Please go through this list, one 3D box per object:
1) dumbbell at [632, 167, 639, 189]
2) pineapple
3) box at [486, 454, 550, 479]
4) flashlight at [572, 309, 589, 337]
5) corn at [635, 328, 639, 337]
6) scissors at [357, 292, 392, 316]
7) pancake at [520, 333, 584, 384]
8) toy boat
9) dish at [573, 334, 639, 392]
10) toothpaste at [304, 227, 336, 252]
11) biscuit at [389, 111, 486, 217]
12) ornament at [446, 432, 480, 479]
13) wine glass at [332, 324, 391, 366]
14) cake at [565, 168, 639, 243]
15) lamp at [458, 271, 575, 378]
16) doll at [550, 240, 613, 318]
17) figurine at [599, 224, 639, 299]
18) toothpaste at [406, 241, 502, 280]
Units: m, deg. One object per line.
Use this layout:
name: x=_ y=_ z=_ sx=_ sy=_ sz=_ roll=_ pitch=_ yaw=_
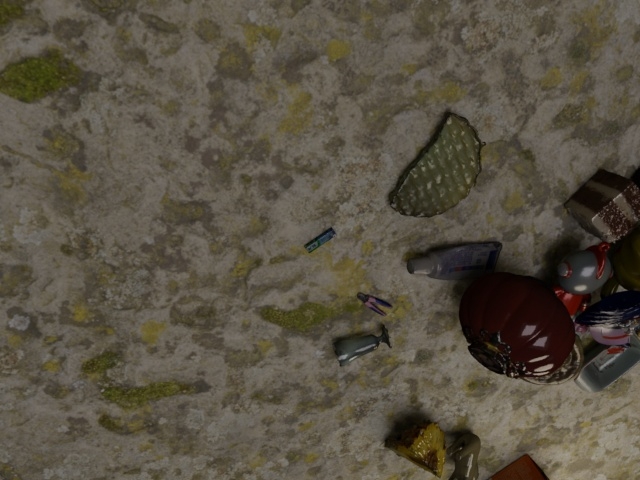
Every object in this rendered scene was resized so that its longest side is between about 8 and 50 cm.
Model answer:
dumbbell: x=0.956 y=-0.123 z=1.555 sx=0.225 sy=0.124 sz=0.140 roll=33 pitch=104 yaw=-26
pineapple: x=0.295 y=0.617 z=1.792 sx=0.250 sy=0.164 sz=0.140 roll=46 pitch=60 yaw=-33
box: x=0.663 y=0.932 z=2.012 sx=0.341 sy=0.143 sz=0.225 roll=-36 pitch=120 yaw=6
flashlight: x=0.761 y=0.305 z=1.769 sx=0.093 sy=0.047 sz=0.201 roll=18 pitch=110 yaw=-22
corn: x=1.087 y=0.199 z=1.771 sx=0.291 sy=0.101 sz=0.101 roll=-37 pitch=120 yaw=3
scissors: x=0.144 y=0.169 z=1.557 sx=0.113 sy=0.012 sz=0.039 roll=31 pitch=106 yaw=-26
pancake: x=0.684 y=0.356 z=1.740 sx=0.222 sy=0.042 sz=0.236 roll=17 pitch=125 yaw=-3
toy boat: x=0.832 y=0.241 z=1.657 sx=0.218 sy=0.072 sz=0.318 roll=0 pitch=143 yaw=0
dish: x=0.901 y=0.378 z=1.834 sx=0.234 sy=0.064 sz=0.154 roll=-43 pitch=119 yaw=8
toothpaste: x=0.000 y=0.000 z=1.429 sx=0.083 sy=0.017 sz=0.020 roll=-34 pitch=120 yaw=4
biscuit: x=0.299 y=-0.161 z=1.414 sx=0.187 sy=0.036 sz=0.274 roll=29 pitch=106 yaw=-26
ornament: x=0.469 y=0.735 z=1.876 sx=0.244 sy=0.061 sz=0.231 roll=-7 pitch=108 yaw=-50
wine glass: x=0.115 y=0.288 z=1.580 sx=0.155 sy=0.072 sz=0.072 roll=-19 pitch=120 yaw=-4
cake: x=0.753 y=-0.085 z=1.517 sx=0.147 sy=0.134 sz=0.135 roll=-47 pitch=116 yaw=4
lamp: x=0.507 y=0.220 z=1.516 sx=0.257 sy=0.303 sz=0.303 roll=-46 pitch=121 yaw=-18
doll: x=0.696 y=0.126 z=1.606 sx=0.199 sy=0.105 sz=0.337 roll=4 pitch=133 yaw=-15
figurine: x=0.913 y=0.057 z=1.582 sx=0.218 sy=0.169 sz=0.327 roll=-9 pitch=159 yaw=3
toothpaste: x=0.357 y=0.058 z=1.535 sx=0.282 sy=0.069 sz=0.099 roll=-3 pitch=148 yaw=-24
